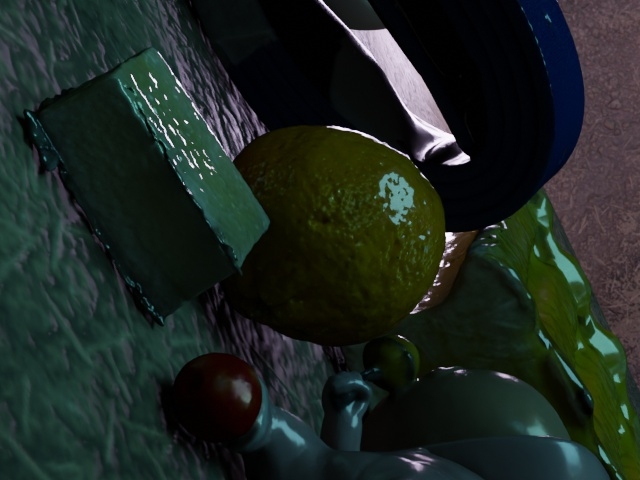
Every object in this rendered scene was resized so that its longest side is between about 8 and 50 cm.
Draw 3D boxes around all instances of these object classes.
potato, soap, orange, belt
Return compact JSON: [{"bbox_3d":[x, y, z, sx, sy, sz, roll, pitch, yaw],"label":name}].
[{"bbox_3d":[-0.082,-0.030,0.590,0.122,0.061,0.086,59,18,-15],"label":"potato"},{"bbox_3d":[0.156,0.120,0.949,0.293,0.156,0.335,66,15,-7],"label":"soap"},{"bbox_3d":[0.000,0.001,0.681,0.135,0.117,0.135,29,-15,9],"label":"orange"},{"bbox_3d":[0.042,-0.165,0.878,0.347,0.212,0.117,52,29,1],"label":"belt"}]

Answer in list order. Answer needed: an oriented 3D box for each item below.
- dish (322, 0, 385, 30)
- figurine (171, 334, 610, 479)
[{"bbox_3d":[-0.014,-0.307,1.221,0.212,0.077,0.151,49,19,-43],"label":"dish"},{"bbox_3d":[0.062,0.133,0.612,0.287,0.176,0.186,28,59,-44],"label":"figurine"}]
